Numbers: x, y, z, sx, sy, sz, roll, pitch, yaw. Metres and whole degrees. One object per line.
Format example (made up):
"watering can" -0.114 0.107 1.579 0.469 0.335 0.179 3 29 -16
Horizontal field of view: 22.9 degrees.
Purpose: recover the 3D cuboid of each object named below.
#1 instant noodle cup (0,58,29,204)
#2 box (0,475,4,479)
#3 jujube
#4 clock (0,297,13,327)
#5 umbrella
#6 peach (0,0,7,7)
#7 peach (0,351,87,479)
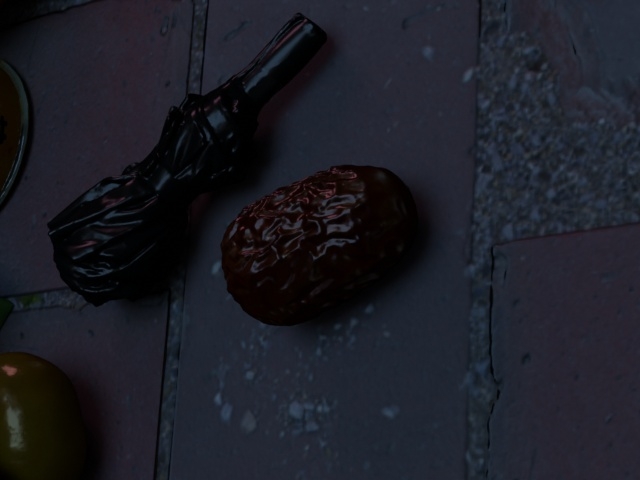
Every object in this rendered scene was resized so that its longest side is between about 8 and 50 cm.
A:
"instant noodle cup" -0.443 -0.121 1.678 0.215 0.172 0.216 -13 67 35
"box" -0.445 0.249 1.474 0.415 0.115 0.264 41 120 21
"jujube" 0.000 0.000 1.348 0.176 0.109 0.112 -28 96 18
"clock" -0.479 0.090 1.677 0.255 0.106 0.220 35 97 40
"umbrella" -0.120 -0.077 1.474 0.340 0.118 0.118 -47 52 8
"peach" -0.419 -0.328 1.705 0.231 0.231 0.231 -13 67 34
"peach" -0.299 0.194 1.505 0.179 0.103 0.179 -5 82 38
